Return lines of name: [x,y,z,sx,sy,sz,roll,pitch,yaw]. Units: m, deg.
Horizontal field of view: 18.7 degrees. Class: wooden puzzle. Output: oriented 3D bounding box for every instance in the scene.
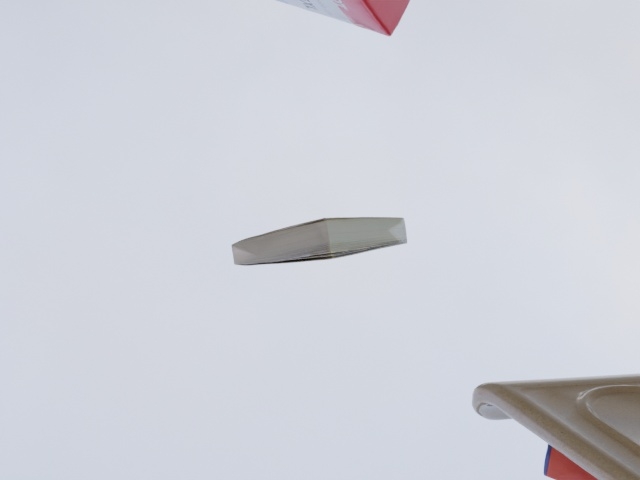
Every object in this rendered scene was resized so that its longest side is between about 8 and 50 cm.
wooden puzzle: [0.316,0.165,1.288,0.322,0.081,0.348,0,-166,-30]

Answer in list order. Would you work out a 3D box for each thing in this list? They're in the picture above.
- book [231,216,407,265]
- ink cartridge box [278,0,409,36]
book: [0.000,0.000,1.682,0.096,0.035,0.144,-9,179,29]
ink cartridge box: [-0.023,-0.190,1.089,0.231,0.078,0.134,20,171,24]
